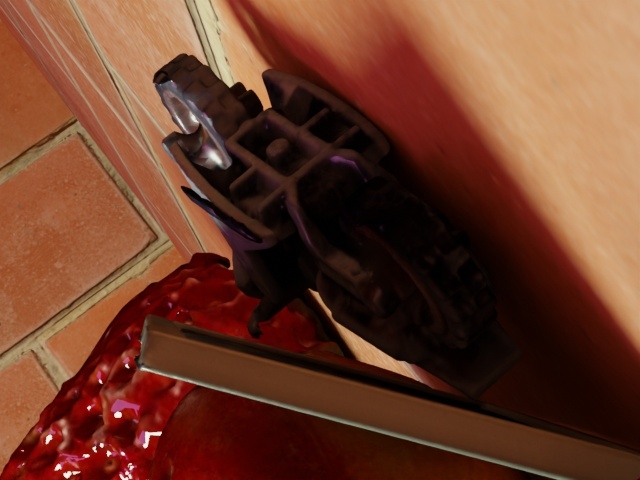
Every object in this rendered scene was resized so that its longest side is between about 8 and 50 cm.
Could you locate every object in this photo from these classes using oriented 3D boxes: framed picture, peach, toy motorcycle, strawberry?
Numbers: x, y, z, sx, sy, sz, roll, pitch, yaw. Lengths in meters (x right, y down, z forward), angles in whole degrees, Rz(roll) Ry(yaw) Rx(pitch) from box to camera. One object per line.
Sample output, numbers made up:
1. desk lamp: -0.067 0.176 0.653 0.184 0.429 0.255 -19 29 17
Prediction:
1. framed picture: 0.019 0.060 0.504 0.184 0.016 0.250 15 175 -6
2. peach: 0.008 0.161 0.691 0.243 0.199 0.243 40 177 3
3. toy motorcycle: 0.000 0.000 0.523 0.215 0.080 0.122 37 163 49
4. strawberry: -0.115 0.203 1.117 0.295 0.345 0.317 48 171 44

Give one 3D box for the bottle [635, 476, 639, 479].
1. bottle: 0.059 0.115 0.341 0.060 0.164 0.060 52 173 10
